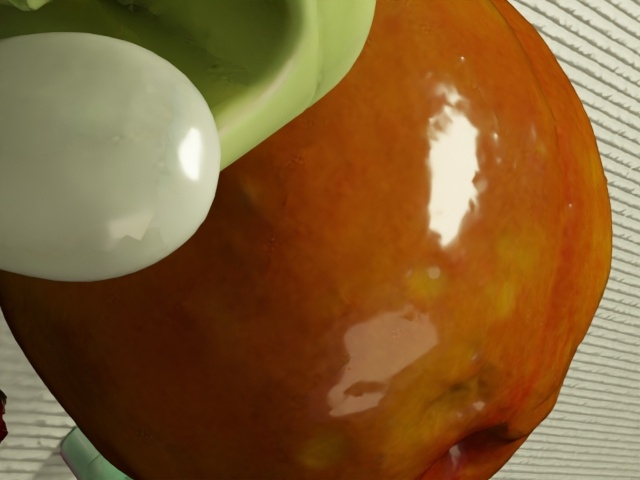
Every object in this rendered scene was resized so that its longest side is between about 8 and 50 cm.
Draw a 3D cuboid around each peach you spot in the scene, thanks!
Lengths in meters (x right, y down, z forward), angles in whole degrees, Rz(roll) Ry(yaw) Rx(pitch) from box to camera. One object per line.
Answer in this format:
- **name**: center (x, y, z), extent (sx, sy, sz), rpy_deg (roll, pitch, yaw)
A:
- **peach**: center (0.000, 0.000, 0.902), extent (0.342, 0.301, 0.343), rpy_deg (-31, 147, -22)

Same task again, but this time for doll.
- **doll**: center (-0.241, -0.111, 0.542), extent (0.376, 0.187, 0.365), rpy_deg (-17, 126, 36)

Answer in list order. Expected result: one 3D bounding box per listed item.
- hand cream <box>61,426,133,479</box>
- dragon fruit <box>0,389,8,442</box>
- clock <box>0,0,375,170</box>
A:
- **hand cream**: center (-0.116, 0.197, 1.182), extent (0.076, 0.174, 0.047), rpy_deg (-22, 145, -32)
- **dragon fruit**: center (-0.265, 0.059, 0.889), extent (0.125, 0.125, 0.246), rpy_deg (-50, 143, -9)
- **clock**: center (-0.119, -0.199, 0.544), extent (0.117, 0.286, 0.348), rpy_deg (-39, 148, -21)
